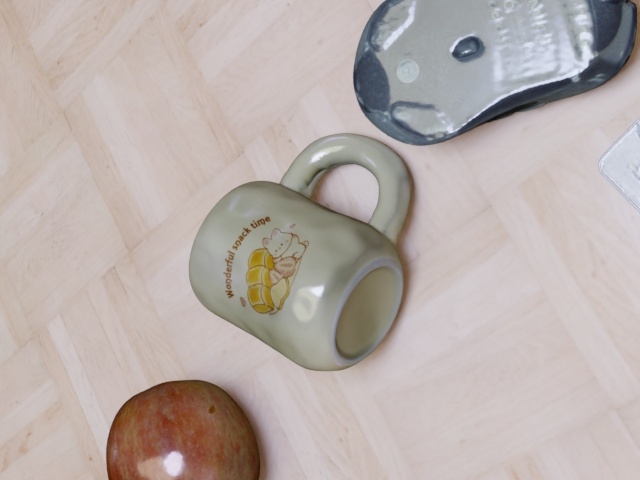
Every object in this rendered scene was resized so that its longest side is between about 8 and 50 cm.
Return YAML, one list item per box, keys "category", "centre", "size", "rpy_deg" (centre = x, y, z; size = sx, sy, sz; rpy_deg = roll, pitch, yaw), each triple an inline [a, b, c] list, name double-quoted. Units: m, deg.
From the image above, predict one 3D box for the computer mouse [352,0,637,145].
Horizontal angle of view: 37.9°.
- category: "computer mouse"
  centre: [0.208, -0.205, 0.949]
  size: [0.380, 0.090, 0.167]
  rpy_deg: [-13, 90, 27]

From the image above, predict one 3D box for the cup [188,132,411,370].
- category: "cup"
  centre: [0.002, 0.015, 1.076]
  size: [0.202, 0.255, 0.173]
  rpy_deg: [26, 148, 32]

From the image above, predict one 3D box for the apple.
- category: "apple"
  centre: [-0.173, 0.268, 1.159]
  size: [0.188, 0.188, 0.173]
  rpy_deg: [-33, 63, 30]

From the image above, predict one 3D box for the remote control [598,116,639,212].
- category: "remote control"
  centre: [0.379, -0.124, 0.864]
  size: [0.250, 0.034, 0.103]
  rpy_deg: [-48, 67, 25]
